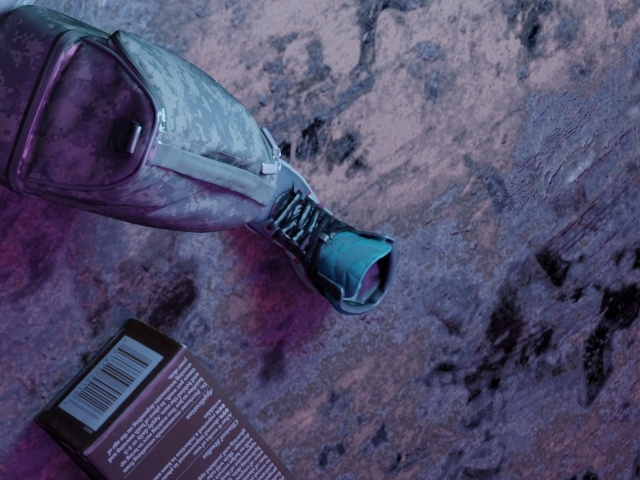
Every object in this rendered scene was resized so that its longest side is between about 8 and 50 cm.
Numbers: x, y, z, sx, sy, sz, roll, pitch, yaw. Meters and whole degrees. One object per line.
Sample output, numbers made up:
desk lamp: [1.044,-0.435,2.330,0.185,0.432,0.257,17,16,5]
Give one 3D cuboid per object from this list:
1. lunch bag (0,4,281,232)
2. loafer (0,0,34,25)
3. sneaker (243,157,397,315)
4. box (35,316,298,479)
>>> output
lunch bag: [-0.212,-0.118,1.971,0.305,0.256,0.213,18,96,-62]
loafer: [-0.443,-0.207,1.906,0.111,0.112,0.319,47,67,-33]
sneaker: [0.000,0.000,2.277,0.124,0.178,0.295,-53,130,-10]
box: [-0.176,0.297,2.274,0.191,0.143,0.381,-47,127,-16]
